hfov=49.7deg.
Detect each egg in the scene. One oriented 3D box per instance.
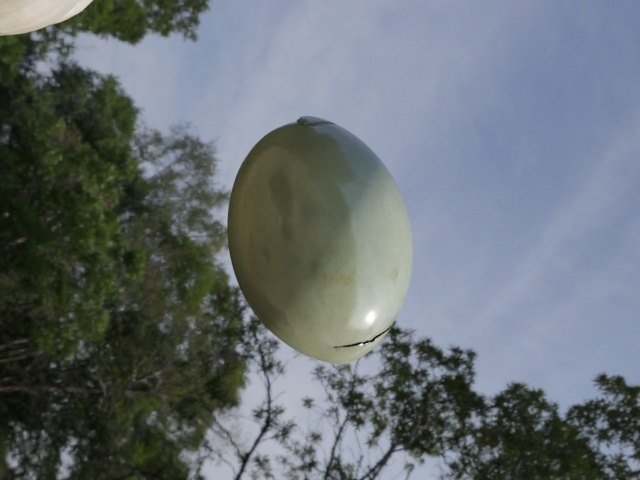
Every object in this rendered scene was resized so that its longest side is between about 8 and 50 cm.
[{"bbox_3d":[0.000,0.000,0.706,0.186,0.186,0.253,-12,-92,54],"label":"egg"}]

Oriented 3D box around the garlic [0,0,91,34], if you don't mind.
[{"bbox_3d":[-0.255,-0.234,0.460,0.152,0.228,0.228,-49,-134,0],"label":"garlic"}]
